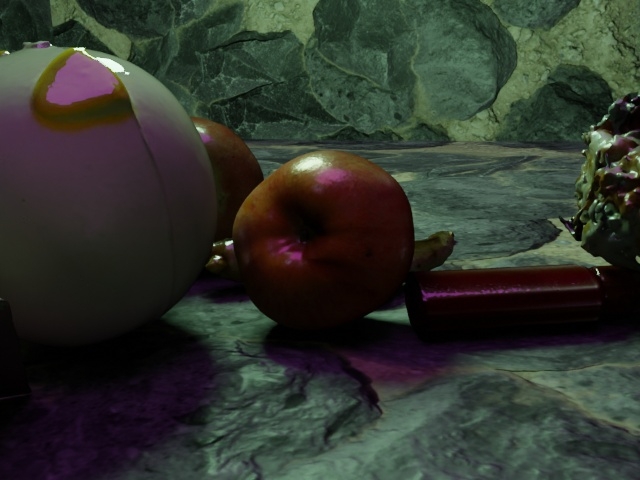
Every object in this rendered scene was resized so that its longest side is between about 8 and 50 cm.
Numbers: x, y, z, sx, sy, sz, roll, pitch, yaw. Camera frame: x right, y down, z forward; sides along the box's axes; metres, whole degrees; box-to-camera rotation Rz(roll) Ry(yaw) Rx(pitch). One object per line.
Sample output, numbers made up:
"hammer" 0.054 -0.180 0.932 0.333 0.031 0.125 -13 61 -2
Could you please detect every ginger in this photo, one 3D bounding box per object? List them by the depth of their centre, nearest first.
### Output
"ginger" 0.007 0.031 0.991 0.333 0.080 0.166 7 29 8

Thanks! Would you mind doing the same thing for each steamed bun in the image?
"steamed bun" -0.282 -0.049 0.818 0.334 0.333 0.374 -14 18 -43

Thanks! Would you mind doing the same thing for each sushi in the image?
"sushi" 0.492 -0.052 0.856 0.418 0.175 0.417 9 26 -4

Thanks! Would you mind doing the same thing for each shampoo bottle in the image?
"shampoo bottle" 0.232 0.062 0.840 0.261 0.064 0.102 -3 14 -6

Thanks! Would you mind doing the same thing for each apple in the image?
"apple" 0.000 0.000 0.833 0.210 0.209 0.164 3 0 19

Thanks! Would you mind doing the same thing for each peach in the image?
"peach" -0.211 -0.070 1.109 0.253 0.252 0.252 -2 13 0

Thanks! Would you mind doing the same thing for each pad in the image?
"pad" -0.304 0.098 0.604 0.113 0.006 0.187 -7 -30 -19

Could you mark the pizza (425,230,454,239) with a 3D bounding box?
"pizza" 0.196 0.000 1.217 0.037 0.016 0.083 10 21 36
